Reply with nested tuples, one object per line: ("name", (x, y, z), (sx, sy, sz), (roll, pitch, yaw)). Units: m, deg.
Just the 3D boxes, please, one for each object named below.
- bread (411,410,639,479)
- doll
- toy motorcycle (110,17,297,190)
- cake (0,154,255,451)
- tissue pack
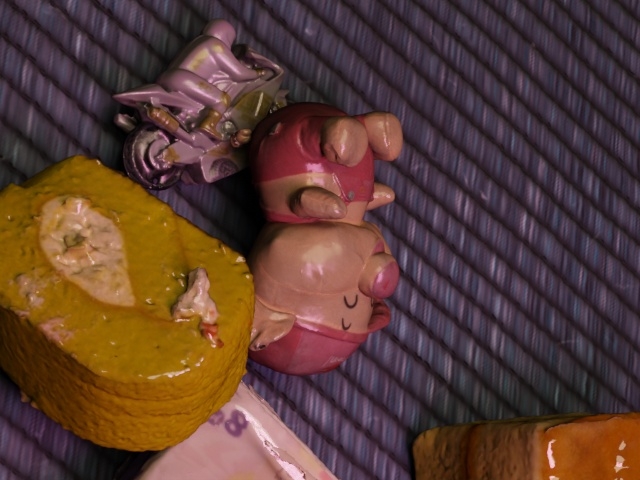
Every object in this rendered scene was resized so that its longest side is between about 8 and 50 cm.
("bread", (0.240, 0.344, 1.897), (0.245, 0.233, 0.362), (0, 83, -30))
("doll", (0.002, 0.001, 1.867), (0.196, 0.152, 0.256), (3, 98, -39))
("toy motorcycle", (-0.104, -0.134, 1.898), (0.225, 0.073, 0.152), (-14, 95, -39))
("cake", (-0.190, 0.055, 1.730), (0.260, 0.156, 0.179), (32, 52, 16))
("tissue pack", (-0.114, 0.312, 1.754), (0.242, 0.125, 0.344), (47, 54, -10))
